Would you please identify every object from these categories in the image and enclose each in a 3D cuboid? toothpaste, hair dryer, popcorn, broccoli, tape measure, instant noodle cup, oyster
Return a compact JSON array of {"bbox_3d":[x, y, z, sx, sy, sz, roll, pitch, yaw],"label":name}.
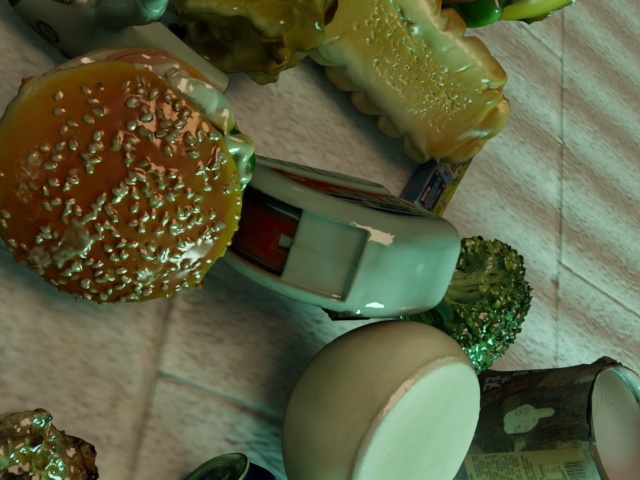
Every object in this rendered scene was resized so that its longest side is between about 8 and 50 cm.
[{"bbox_3d":[0.165,-0.079,1.244,0.070,0.044,0.193,50,47,-19],"label":"toothpaste"},{"bbox_3d":[-0.139,-0.181,0.848,0.229,0.267,0.092,31,81,-50],"label":"hair dryer"},{"bbox_3d":[-0.080,-0.270,0.980,0.218,0.169,0.189,37,57,-52],"label":"popcorn"},{"bbox_3d":[0.148,0.072,1.108,0.219,0.194,0.194,-48,112,-18],"label":"broccoli"},{"bbox_3d":[-0.001,-0.001,0.935,0.243,0.246,0.125,5,109,-46],"label":"tape measure"},{"bbox_3d":[0.285,0.247,1.129,0.217,0.207,0.217,16,66,-41],"label":"instant noodle cup"},{"bbox_3d":[-0.250,0.183,0.734,0.177,0.056,0.105,39,59,-34],"label":"oyster"}]

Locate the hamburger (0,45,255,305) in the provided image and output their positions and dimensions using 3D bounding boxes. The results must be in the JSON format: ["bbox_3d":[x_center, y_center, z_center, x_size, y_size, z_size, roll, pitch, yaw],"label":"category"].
[{"bbox_3d":[-0.172,-0.055,0.794,0.237,0.147,0.237,-4,100,-21],"label":"hamburger"}]

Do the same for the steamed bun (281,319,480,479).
[{"bbox_3d":[0.051,0.184,0.948,0.232,0.145,0.232,-27,128,-39],"label":"steamed bun"}]

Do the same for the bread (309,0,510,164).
[{"bbox_3d":[0.104,-0.228,1.153,0.311,0.173,0.121,45,13,-22],"label":"bread"}]

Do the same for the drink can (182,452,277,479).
[{"bbox_3d":[-0.054,0.301,0.837,0.205,0.118,0.118,57,45,-12],"label":"drink can"}]

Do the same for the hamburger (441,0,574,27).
[{"bbox_3d":[0.207,-0.496,1.196,0.277,0.396,0.395,-4,79,-51],"label":"hamburger"}]
